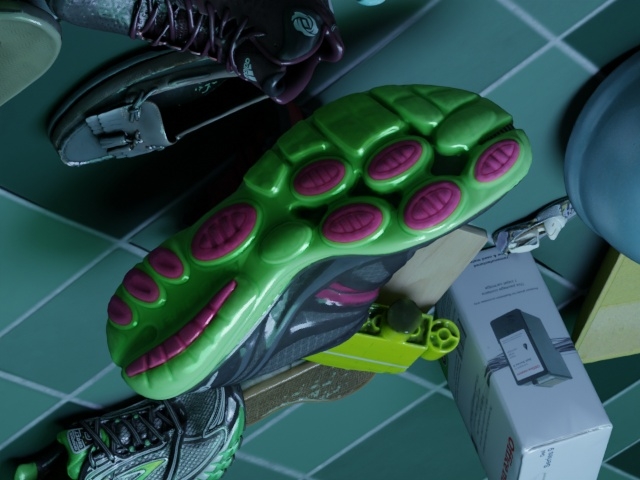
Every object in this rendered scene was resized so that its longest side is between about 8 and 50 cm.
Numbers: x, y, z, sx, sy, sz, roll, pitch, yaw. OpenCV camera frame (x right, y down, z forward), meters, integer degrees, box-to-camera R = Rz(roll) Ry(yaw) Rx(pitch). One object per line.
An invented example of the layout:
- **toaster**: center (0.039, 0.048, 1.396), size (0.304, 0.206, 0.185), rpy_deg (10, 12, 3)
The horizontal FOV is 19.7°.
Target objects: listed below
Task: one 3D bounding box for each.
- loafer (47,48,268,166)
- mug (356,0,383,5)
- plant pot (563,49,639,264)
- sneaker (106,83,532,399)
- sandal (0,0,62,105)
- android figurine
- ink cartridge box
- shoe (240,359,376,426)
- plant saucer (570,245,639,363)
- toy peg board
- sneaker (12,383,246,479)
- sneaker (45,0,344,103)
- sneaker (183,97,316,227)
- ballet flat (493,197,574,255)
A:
- **loafer**: center (-0.147, -0.138, 1.822), size (0.267, 0.084, 0.096), rpy_deg (-28, 147, 9)
- **mug**: center (0.055, -0.303, 1.690), size (0.158, 0.097, 0.129), rpy_deg (-37, 145, 23)
- **plant pot**: center (0.450, -0.067, 2.093), size (0.293, 0.196, 0.293), rpy_deg (-12, 129, -16)
- **sneaker**: center (0.000, 0.000, 1.891), size (0.483, 0.185, 0.202), rpy_deg (-31, 160, 16)
- **sandal**: center (-0.351, -0.116, 1.733), size (0.303, 0.086, 0.120), rpy_deg (-38, 143, 24)
- **android figurine**: center (0.037, 0.107, 2.220), size (0.248, 0.056, 0.273), rpy_deg (11, 166, -4)
- **ink cartridge box**: center (0.247, 0.182, 2.321), size (0.122, 0.289, 0.211), rpy_deg (-15, 147, -11)
- **shoe**: center (-0.030, 0.176, 2.377), size (0.219, 0.058, 0.076), rpy_deg (-18, 128, -15)
- **plant saucer**: center (0.500, 0.017, 2.423), size (0.333, 0.081, 0.333), rpy_deg (-8, 145, -19)
- **toy peg board**: center (0.086, -0.001, 2.180), size (0.161, 0.079, 0.161), rpy_deg (16, 133, -23)
- **sneaker**: center (-0.237, 0.268, 2.311), size (0.343, 0.134, 0.146), rpy_deg (-35, 141, 17)
- **sneaker**: center (-0.101, -0.198, 1.690), size (0.281, 0.162, 0.106), rpy_deg (-6, 144, -23)
- **sneaker**: center (-0.056, -0.044, 1.997), size (0.135, 0.097, 0.276), rpy_deg (5, 137, -31)
- **ballet flat**: center (0.271, -0.012, 2.286), size (0.114, 0.041, 0.041), rpy_deg (-27, 147, 7)
